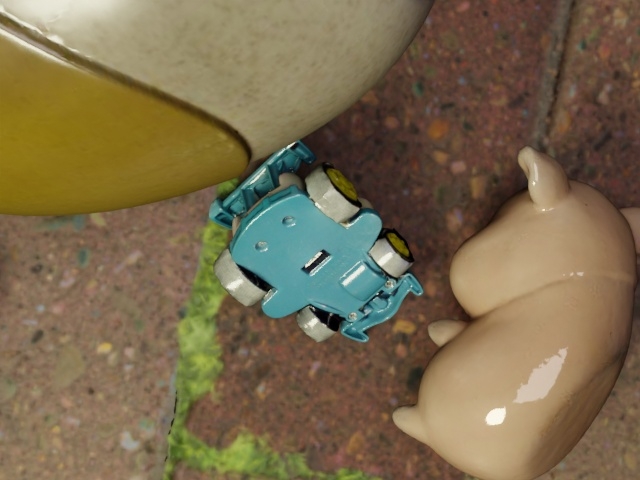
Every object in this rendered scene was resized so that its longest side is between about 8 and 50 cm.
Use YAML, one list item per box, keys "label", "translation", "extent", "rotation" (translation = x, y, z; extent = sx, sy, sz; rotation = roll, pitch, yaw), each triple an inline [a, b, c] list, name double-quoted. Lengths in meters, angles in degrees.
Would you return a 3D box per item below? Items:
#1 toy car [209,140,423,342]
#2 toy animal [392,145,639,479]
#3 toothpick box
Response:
- label: "toy car"
  translation: [0.000, 0.000, 1.167]
  extent: [0.161, 0.098, 0.126]
  rotation: [33, 115, -34]
- label: "toy animal"
  translation: [0.165, 0.068, 1.144]
  extent: [0.166, 0.154, 0.250]
  rotation: [24, 85, -50]
- label: "toothpick box"
  translation: [-0.165, -0.215, 0.977]
  extent: [0.425, 0.409, 0.409]
  rotation: [-18, 93, 19]
